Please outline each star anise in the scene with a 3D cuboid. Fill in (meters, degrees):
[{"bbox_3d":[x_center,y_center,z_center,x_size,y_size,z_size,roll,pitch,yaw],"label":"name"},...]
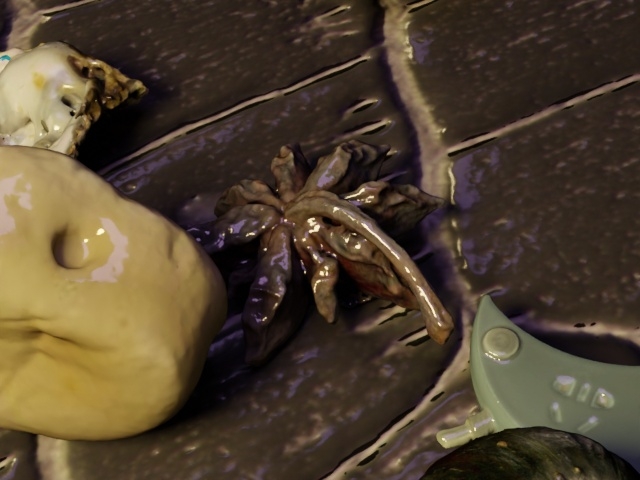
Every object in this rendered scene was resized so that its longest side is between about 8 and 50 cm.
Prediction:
[{"bbox_3d":[0.001,0.000,0.884,0.231,0.089,0.209,4,57,26],"label":"star anise"}]

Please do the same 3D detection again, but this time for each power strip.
[{"bbox_3d":[0.202,0.102,0.793,0.253,0.054,0.167,-4,49,3],"label":"power strip"}]

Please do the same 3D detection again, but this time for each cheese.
[{"bbox_3d":[-0.182,0.041,0.798,0.235,0.218,0.117,-11,42,27],"label":"cheese"}]

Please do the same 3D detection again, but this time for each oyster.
[{"bbox_3d":[-0.278,-0.084,0.997,0.223,0.083,0.214,9,48,21],"label":"oyster"}]

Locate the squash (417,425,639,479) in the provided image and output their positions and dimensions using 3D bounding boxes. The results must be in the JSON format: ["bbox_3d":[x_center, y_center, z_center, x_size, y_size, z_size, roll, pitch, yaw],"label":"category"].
[{"bbox_3d":[0.115,0.196,0.652,0.193,0.156,0.193,3,81,-23],"label":"squash"}]
